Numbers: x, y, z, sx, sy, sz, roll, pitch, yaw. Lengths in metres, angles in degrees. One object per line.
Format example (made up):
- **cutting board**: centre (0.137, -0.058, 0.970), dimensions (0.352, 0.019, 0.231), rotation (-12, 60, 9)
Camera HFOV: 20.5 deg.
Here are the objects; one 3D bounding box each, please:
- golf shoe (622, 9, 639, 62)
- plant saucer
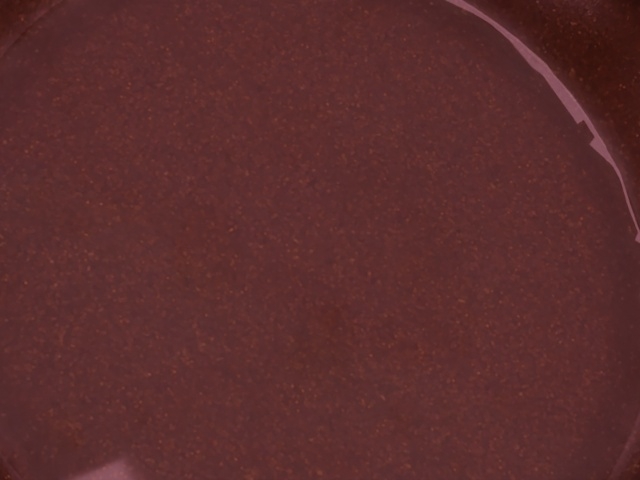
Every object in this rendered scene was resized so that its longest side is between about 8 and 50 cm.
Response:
- **golf shoe**: centre (0.132, -0.084, 0.689), dimensions (0.086, 0.069, 0.176), rotation (-10, 74, -44)
- **plant saucer**: centre (0.000, 0.000, 0.584), dimensions (0.311, 0.050, 0.310), rotation (7, 63, -13)
